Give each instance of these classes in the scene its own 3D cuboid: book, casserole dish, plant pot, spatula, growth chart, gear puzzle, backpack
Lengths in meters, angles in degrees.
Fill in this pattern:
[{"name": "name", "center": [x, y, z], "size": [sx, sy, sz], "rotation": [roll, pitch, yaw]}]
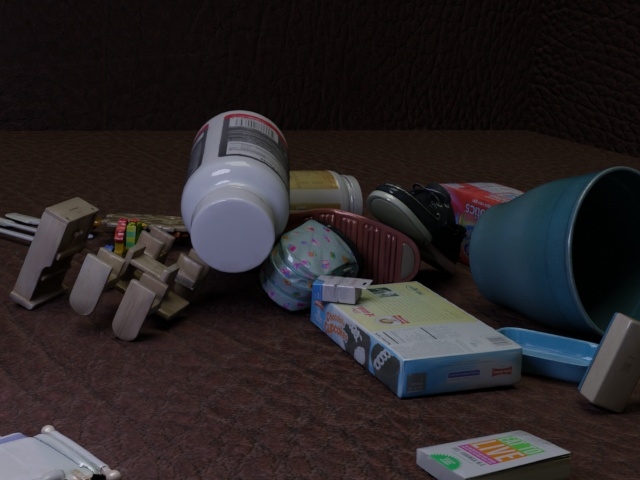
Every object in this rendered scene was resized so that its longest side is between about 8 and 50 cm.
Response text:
[{"name": "book", "center": [0.194, 0.250, 1.159], "size": [0.144, 0.035, 0.096], "rotation": [-5, 13, -27]}, {"name": "casserole dish", "center": [0.331, 0.169, 1.500], "size": [0.188, 0.037, 0.114], "rotation": [9, 15, 22]}, {"name": "plant pot", "center": [0.393, 0.021, 1.687], "size": [0.272, 0.271, 0.255], "rotation": [-7, 4, -38]}, {"name": "spatula", "center": [-0.582, -0.021, 2.021], "size": [0.242, 0.019, 0.168], "rotation": [14, 12, 31]}, {"name": "growth chart", "center": [-0.349, 0.236, 1.059], "size": [0.237, 0.021, 0.172], "rotation": [-7, 18, -38]}, {"name": "gear puzzle", "center": [-0.344, -0.021, 2.034], "size": [0.339, 0.044, 0.175], "rotation": [3, 9, -5]}, {"name": "backpack", "center": [-0.022, 0.040, 1.698], "size": [0.152, 0.115, 0.182], "rotation": [37, 34, 18]}]

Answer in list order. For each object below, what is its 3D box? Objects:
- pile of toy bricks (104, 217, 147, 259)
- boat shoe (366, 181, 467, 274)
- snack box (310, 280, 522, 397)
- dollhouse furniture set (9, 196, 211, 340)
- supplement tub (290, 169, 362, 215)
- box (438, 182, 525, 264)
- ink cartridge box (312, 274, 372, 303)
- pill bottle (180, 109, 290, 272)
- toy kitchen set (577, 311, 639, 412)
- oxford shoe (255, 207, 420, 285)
[{"name": "pile of toy bricks", "center": [-0.324, 0.010, 1.784], "size": [0.118, 0.105, 0.212], "rotation": [5, 14, 1]}, {"name": "boat shoe", "center": [0.189, -0.045, 1.833], "size": [0.127, 0.113, 0.340], "rotation": [27, -8, 36]}, {"name": "snack box", "center": [0.130, 0.136, 1.514], "size": [0.187, 0.060, 0.322], "rotation": [-3, 16, -22]}, {"name": "dollhouse furniture set", "center": [-0.328, 0.068, 1.590], "size": [0.242, 0.161, 0.212], "rotation": [30, 20, 9]}, {"name": "supplement tub", "center": [-0.028, -0.073, 2.127], "size": [0.200, 0.144, 0.144], "rotation": [-2, 15, -24]}, {"name": "box", "center": [0.369, -0.018, 2.031], "size": [0.154, 0.142, 0.300], "rotation": [-4, 17, -31]}, {"name": "ink cartridge box", "center": [0.034, 0.075, 1.557], "size": [0.083, 0.028, 0.048], "rotation": [5, 16, 15]}, {"name": "pill bottle", "center": [-0.138, -0.081, 1.701], "size": [0.176, 0.176, 0.318], "rotation": [4, 28, -3]}, {"name": "toy kitchen set", "center": [0.446, 0.171, 1.439], "size": [0.207, 0.122, 0.166], "rotation": [21, 8, -19]}, {"name": "oxford shoe", "center": [0.000, 0.000, 1.871], "size": [0.397, 0.140, 0.146], "rotation": [11, 10, 19]}]
